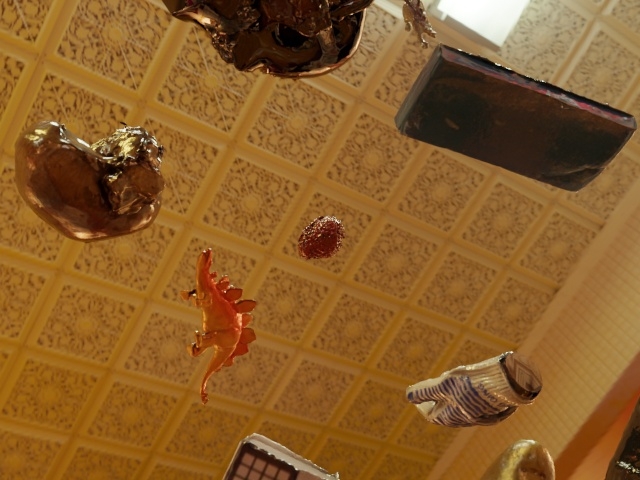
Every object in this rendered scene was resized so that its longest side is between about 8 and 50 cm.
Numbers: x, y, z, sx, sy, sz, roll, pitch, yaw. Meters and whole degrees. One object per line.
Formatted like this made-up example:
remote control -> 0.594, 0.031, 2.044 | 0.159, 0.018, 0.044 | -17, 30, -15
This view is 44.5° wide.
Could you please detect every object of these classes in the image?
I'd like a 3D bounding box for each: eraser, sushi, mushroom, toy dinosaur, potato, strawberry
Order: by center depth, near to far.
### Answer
eraser -> -0.092, 0.387, 0.926 | 0.130, 0.086, 0.287 | 23, -94, 6
sushi -> -0.049, -0.316, 1.014 | 0.215, 0.212, 0.227 | -39, -24, 16
eraser -> 0.274, -0.163, 1.098 | 0.311, 0.043, 0.144 | 17, -44, -14
toy dinosaur -> -0.154, 0.136, 1.236 | 0.117, 0.070, 0.289 | -18, -59, -28
mushroom -> -0.375, -0.098, 1.285 | 0.263, 0.283, 0.195 | 38, -120, -36
potato -> 0.290, 0.515, 1.352 | 0.195, 0.176, 0.369 | 41, -104, -43
toy dinosaur -> 0.160, -0.404, 1.366 | 0.039, 0.209, 0.082 | -25, -53, 1
strawberry -> 0.000, 0.000, 1.475 | 0.096, 0.083, 0.083 | -39, -55, -20

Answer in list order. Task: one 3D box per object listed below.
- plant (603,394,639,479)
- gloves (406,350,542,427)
plant -> 0.503, 0.326, 1.098 | 0.141, 0.164, 0.256 | 14, -98, -33
gloves -> 0.206, 0.212, 1.091 | 0.119, 0.229, 0.097 | 22, -113, -22
